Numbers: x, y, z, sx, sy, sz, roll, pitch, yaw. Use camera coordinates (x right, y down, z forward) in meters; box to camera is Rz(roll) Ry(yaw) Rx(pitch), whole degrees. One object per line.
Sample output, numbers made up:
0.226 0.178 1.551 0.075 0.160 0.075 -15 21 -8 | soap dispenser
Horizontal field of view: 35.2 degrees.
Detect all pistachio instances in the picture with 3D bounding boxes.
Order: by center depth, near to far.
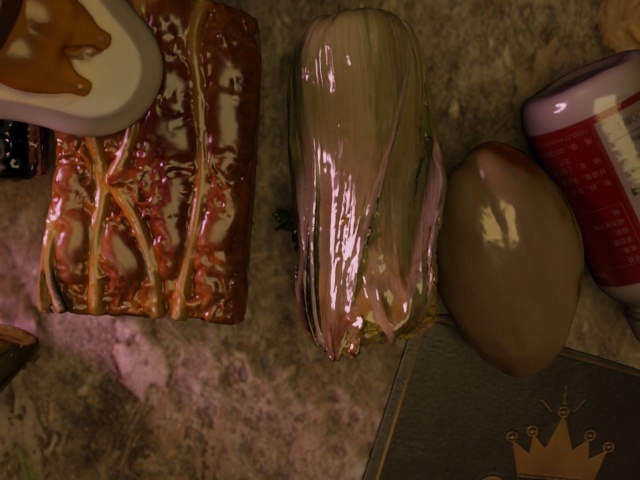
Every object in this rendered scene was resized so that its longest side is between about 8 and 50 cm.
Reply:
0.167 0.015 0.909 0.143 0.144 0.215 -22 110 -3 | pistachio

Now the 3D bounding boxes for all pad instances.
0.229 0.265 0.987 0.375 0.063 0.315 16 96 -7 | pad

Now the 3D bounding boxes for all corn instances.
0.037 -0.049 0.865 0.123 0.122 0.305 -2 77 -11 | corn

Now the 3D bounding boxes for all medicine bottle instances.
0.287 -0.038 0.918 0.131 0.131 0.250 -28 99 -2 | medicine bottle

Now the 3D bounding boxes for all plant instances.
0.000 0.000 0.936 0.102 0.051 0.051 25 94 0 | plant

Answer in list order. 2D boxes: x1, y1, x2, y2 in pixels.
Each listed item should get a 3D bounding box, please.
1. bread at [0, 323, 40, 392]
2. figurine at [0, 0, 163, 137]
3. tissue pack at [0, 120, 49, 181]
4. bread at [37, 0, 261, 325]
-0.390 0.232 0.803 0.244 0.233 0.362 11 85 -8 | bread
-0.232 -0.164 0.731 0.249 0.141 0.167 22 94 -12 | figurine
-0.349 -0.210 0.839 0.244 0.123 0.333 -2 101 -11 | tissue pack
-0.143 -0.072 0.880 0.184 0.114 0.275 4 95 -7 | bread
